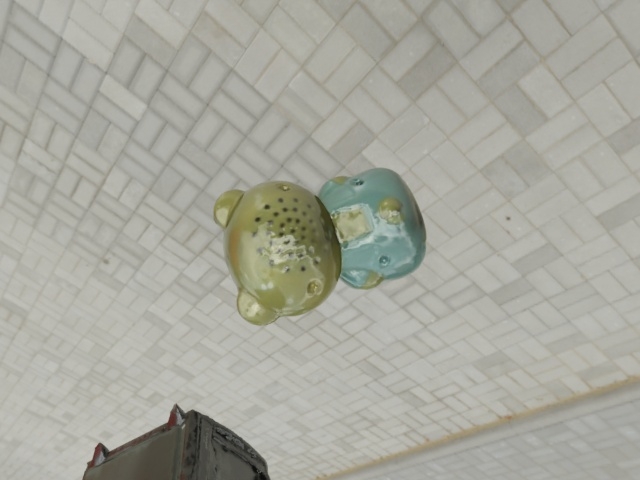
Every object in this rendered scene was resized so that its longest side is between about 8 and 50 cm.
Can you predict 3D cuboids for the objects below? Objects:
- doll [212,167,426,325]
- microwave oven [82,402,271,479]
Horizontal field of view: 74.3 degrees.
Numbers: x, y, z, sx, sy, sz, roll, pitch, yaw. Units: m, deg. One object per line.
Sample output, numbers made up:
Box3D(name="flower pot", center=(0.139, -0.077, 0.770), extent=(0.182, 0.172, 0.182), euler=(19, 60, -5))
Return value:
Box3D(name="doll", center=(0.000, 0.000, 0.563), extent=(0.260, 0.177, 0.161), euler=(-12, 171, -19))
Box3D(name="microwave oven", center=(-0.154, 0.342, 0.451), extent=(0.188, 0.248, 0.178), euler=(-30, 125, 10))
